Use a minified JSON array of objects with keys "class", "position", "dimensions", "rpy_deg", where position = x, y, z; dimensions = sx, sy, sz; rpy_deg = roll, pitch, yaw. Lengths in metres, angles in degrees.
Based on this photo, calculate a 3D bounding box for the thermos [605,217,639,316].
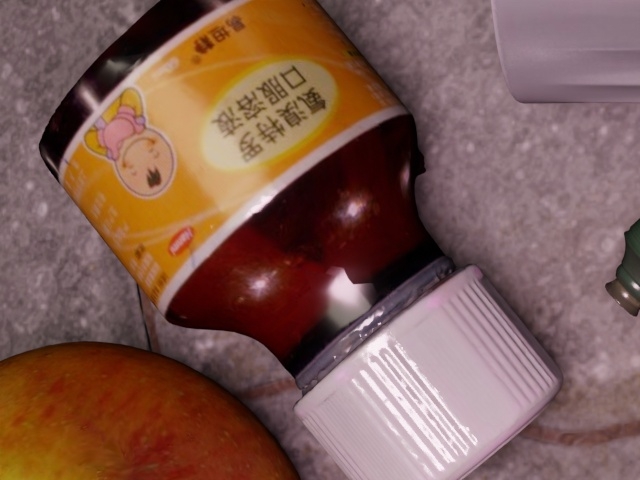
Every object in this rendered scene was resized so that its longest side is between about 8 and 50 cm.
[{"class":"thermos","position":[0.281,-0.017,1.016],"dimensions":[0.083,0.073,0.187],"rpy_deg":[47,106,6]}]

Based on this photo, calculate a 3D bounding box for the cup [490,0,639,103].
[{"class":"cup","position":[0.288,-0.243,0.918],"dimensions":[0.327,0.237,0.322],"rpy_deg":[1,86,19]}]

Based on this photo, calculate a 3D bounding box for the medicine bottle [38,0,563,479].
[{"class":"medicine bottle","position":[0.000,0.000,1.059],"dimensions":[0.395,0.242,0.242],"rpy_deg":[46,105,6]}]

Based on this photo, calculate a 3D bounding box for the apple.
[{"class":"apple","position":[-0.176,0.240,1.076],"dimensions":[0.340,0.339,0.339],"rpy_deg":[-2,86,24]}]
